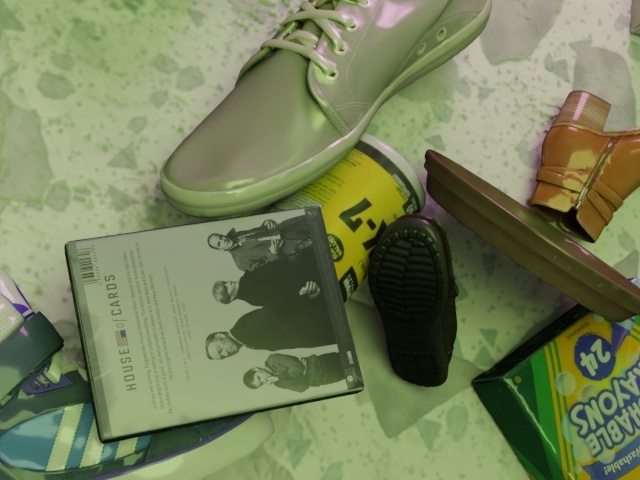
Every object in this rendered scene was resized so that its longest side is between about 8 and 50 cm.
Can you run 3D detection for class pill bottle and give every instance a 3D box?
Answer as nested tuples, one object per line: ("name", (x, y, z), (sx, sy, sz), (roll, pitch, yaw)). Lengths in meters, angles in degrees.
("pill bottle", (0.000, 0.000, 1.224), (0.119, 0.119, 0.208), (44, 69, -7))

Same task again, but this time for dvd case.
("dvd case", (-0.094, 0.070, 1.096), (0.238, 0.029, 0.179), (-9, 75, -17))

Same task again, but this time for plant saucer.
("plant saucer", (0.213, -0.001, 1.237), (0.278, 0.278, 0.041), (32, 98, -11))

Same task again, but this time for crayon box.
("crayon box", (0.336, 0.229, 1.318), (0.203, 0.083, 0.323), (-33, 92, -22))

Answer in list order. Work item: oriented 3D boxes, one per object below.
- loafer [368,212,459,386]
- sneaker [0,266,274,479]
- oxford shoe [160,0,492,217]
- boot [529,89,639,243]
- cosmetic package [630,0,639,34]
("loafer", (0.098, 0.050, 1.231), (0.080, 0.220, 0.078), (11, 46, 17))
("sneaker", (-0.221, 0.123, 1.113), (0.322, 0.130, 0.236), (-17, 90, -16))
("oxford shoe", (0.005, -0.183, 1.226), (0.449, 0.169, 0.130), (-41, 137, -27))
("boot", (0.335, -0.063, 1.384), (0.197, 0.073, 0.152), (24, 71, -1))
("cosmetic package", (0.538, -0.295, 1.479), (0.309, 0.113, 0.160), (12, 75, -16))
